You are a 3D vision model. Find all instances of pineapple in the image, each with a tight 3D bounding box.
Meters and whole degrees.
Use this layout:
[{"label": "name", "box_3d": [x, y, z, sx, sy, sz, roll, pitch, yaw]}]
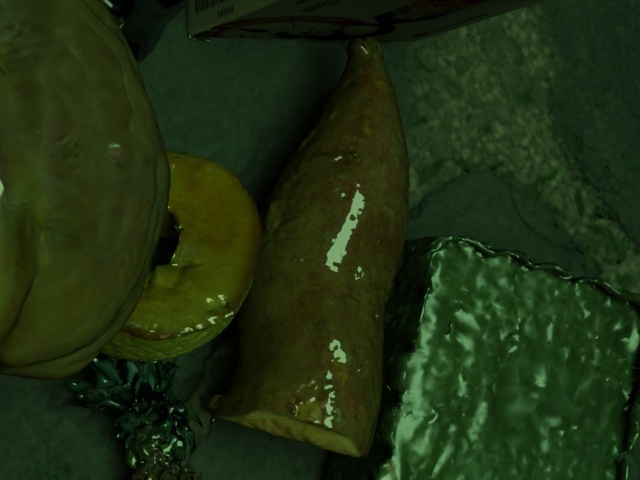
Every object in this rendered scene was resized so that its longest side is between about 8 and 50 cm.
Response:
[{"label": "pineapple", "box_3d": [-0.127, 0.184, 1.327, 0.103, 0.083, 0.221, -13, 90, -30]}]

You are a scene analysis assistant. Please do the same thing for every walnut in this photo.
[{"label": "walnut", "box_3d": [-0.260, -0.068, 1.150, 0.306, 0.306, 0.344, -8, 76, -29]}]

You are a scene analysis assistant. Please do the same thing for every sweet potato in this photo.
[{"label": "sweet potato", "box_3d": [0.003, 0.001, 1.390, 0.131, 0.131, 0.336, 18, 70, -26]}]

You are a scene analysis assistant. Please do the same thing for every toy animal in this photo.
[{"label": "toy animal", "box_3d": [-0.200, -0.230, 1.337, 0.117, 0.121, 0.210, -35, 85, 18]}]

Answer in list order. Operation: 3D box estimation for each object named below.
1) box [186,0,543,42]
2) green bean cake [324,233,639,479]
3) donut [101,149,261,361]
[{"label": "box", "box_3d": [0.068, -0.205, 1.310, 0.214, 0.353, 0.069, -2, 89, -29]}, {"label": "green bean cake", "box_3d": [0.141, 0.138, 1.452, 0.241, 0.132, 0.255, 16, 80, -26]}, {"label": "donut", "box_3d": [-0.125, 0.014, 1.315, 0.162, 0.065, 0.178, 17, 50, 9]}]
